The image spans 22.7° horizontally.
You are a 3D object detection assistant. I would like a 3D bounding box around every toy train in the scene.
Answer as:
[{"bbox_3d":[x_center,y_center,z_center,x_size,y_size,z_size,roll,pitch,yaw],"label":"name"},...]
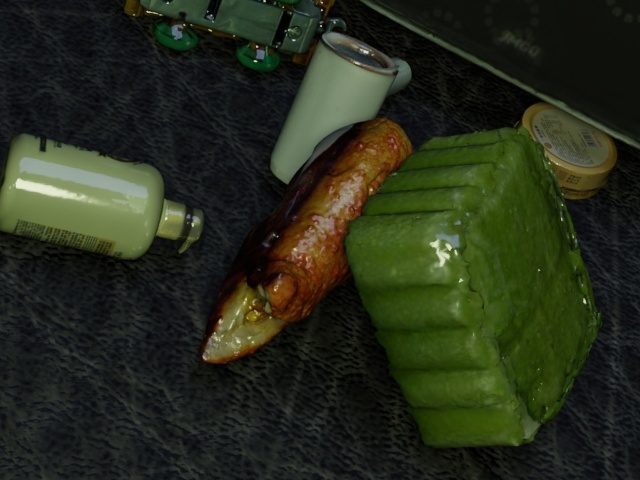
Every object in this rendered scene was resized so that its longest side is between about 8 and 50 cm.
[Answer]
[{"bbox_3d":[-0.084,-0.236,1.501,0.228,0.091,0.136,15,32,-11],"label":"toy train"}]

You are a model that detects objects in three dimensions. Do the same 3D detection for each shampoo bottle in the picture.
[{"bbox_3d":[-0.170,-0.029,1.245,0.162,0.079,0.079,13,43,-14],"label":"shampoo bottle"}]

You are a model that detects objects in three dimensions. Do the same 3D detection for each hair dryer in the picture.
[{"bbox_3d":[0.031,-0.129,1.448,0.073,0.131,0.236,28,22,7],"label":"hair dryer"}]

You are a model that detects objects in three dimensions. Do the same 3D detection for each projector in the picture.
[{"bbox_3d":[0.265,-0.312,1.617,0.395,0.242,0.405,28,32,5],"label":"projector"}]

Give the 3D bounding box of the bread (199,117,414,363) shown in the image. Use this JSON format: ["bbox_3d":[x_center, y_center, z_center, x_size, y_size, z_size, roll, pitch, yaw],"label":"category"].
[{"bbox_3d":[-0.003,0.002,1.259,0.095,0.139,0.269,36,46,-7],"label":"bread"}]

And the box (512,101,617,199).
[{"bbox_3d":[0.235,-0.088,1.546,0.106,0.037,0.105,15,42,-14],"label":"box"}]

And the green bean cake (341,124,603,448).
[{"bbox_3d":[0.123,0.037,1.235,0.200,0.113,0.214,-50,122,-48],"label":"green bean cake"}]
